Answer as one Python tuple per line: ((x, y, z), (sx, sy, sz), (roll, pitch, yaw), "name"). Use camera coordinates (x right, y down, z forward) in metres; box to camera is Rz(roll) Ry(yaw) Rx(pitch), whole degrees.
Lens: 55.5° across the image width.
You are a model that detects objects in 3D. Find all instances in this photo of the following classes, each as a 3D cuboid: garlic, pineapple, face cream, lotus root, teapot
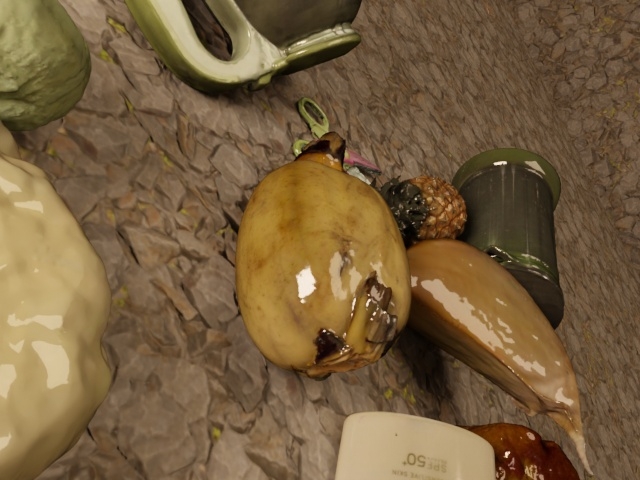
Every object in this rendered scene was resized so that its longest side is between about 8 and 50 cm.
((0.222, 0.142, 0.813), (0.338, 0.151, 0.196), (46, 28, 11), "garlic")
((0.114, -0.036, 0.875), (0.248, 0.128, 0.128), (-3, 69, -52), "pineapple")
((0.082, 0.336, 0.565), (0.174, 0.081, 0.348), (13, 45, 1), "face cream")
((0.000, 0.000, 0.661), (0.183, 0.183, 0.309), (29, 43, -39), "lotus root")
((-0.061, -0.324, 0.761), (0.321, 0.240, 0.239), (-42, 115, -61), "teapot")
((0.320, 0.037, 1.054), (0.336, 0.201, 0.270), (-71, 150, -46), "teapot")

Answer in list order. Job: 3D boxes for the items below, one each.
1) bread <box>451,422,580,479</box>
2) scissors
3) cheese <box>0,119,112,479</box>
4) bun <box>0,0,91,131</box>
((0.226, 0.346, 0.740), (0.232, 0.135, 0.246), (22, 51, -26), "bread")
((0.031, -0.127, 0.922), (0.187, 0.020, 0.133), (31, 47, -34), "scissors")
((-0.274, 0.036, 0.324), (0.318, 0.115, 0.326), (53, 36, -13), "cheese")
((-0.267, -0.168, 0.448), (0.195, 0.118, 0.195), (48, -8, 9), "bun")
